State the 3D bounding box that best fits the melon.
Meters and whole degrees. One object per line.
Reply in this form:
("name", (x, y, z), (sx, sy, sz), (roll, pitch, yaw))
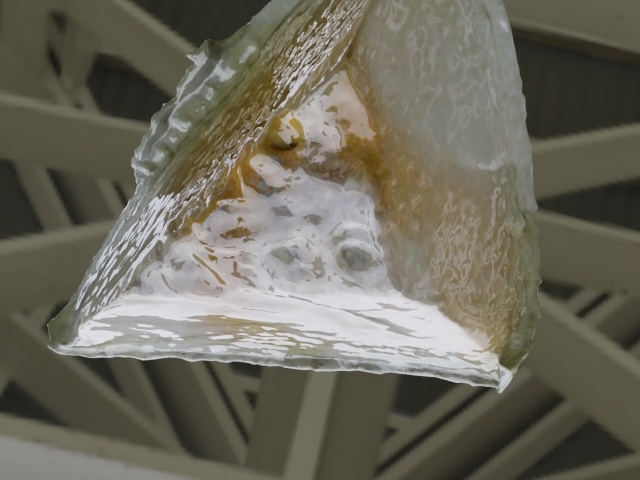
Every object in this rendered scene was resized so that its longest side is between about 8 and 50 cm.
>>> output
("melon", (0.004, 0.001, 0.426), (0.139, 0.202, 0.093), (41, -150, -7))
